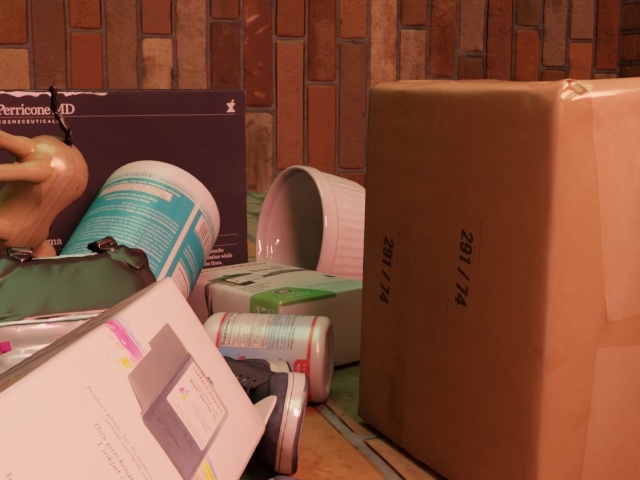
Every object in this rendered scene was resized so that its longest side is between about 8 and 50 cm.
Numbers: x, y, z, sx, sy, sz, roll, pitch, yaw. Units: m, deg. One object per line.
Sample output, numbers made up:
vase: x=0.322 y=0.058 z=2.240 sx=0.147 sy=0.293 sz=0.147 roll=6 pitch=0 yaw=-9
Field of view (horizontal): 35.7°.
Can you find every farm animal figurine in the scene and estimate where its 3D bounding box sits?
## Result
farm animal figurine: x=-0.356 y=0.017 z=0.927 sx=0.330 sy=0.327 sz=0.172 roll=7 pitch=-1 yaw=31

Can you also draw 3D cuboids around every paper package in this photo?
paper package: x=0.166 y=0.027 z=0.818 sx=0.168 sy=0.325 sz=0.309 roll=-4 pitch=10 yaw=-23

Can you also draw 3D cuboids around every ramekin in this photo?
ramekin: x=0.000 y=0.000 z=1.425 sx=0.109 sy=0.207 sz=0.207 roll=5 pitch=5 yaw=-30

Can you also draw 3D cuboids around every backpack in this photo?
backpack: x=-0.194 y=0.111 z=0.749 sx=0.166 sy=0.188 sz=0.144 roll=-7 pitch=48 yaw=-33

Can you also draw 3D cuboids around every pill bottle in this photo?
pill bottle: x=-0.214 y=0.041 z=1.082 sx=0.146 sy=0.146 sz=0.264 roll=3 pitch=40 yaw=15
pill bottle: x=-0.070 y=0.117 z=1.008 sx=0.160 sy=0.087 sz=0.087 roll=1 pitch=9 yaw=9

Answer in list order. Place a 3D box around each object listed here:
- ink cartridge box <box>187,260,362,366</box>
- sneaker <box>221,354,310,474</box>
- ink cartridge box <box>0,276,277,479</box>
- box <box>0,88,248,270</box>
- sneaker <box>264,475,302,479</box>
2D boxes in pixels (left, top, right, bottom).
ink cartridge box: x=-0.059 y=0.088 z=1.180 sx=0.160 sy=0.092 sz=0.219 roll=-7 pitch=12 yaw=-42
sneaker: x=-0.098 y=0.136 z=0.837 sx=0.163 sy=0.086 sz=0.226 roll=10 pitch=-3 yaw=-10
ink cartridge box: x=-0.157 y=0.134 z=0.522 sx=0.207 sy=0.119 sz=0.353 roll=-31 pitch=4 yaw=10
box: x=-0.280 y=-0.040 z=1.288 sx=0.343 sy=0.312 sz=0.179 roll=-5 pitch=10 yaw=-31
sneaker: x=0.029 y=0.191 z=0.498 sx=0.282 sy=0.099 sz=0.153 roll=-1 pitch=10 yaw=13
